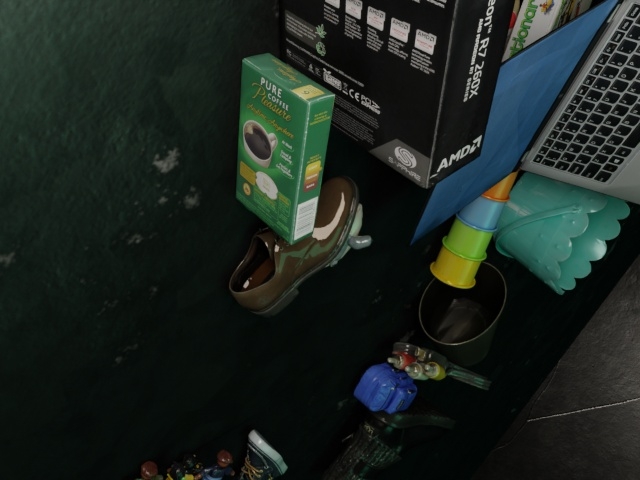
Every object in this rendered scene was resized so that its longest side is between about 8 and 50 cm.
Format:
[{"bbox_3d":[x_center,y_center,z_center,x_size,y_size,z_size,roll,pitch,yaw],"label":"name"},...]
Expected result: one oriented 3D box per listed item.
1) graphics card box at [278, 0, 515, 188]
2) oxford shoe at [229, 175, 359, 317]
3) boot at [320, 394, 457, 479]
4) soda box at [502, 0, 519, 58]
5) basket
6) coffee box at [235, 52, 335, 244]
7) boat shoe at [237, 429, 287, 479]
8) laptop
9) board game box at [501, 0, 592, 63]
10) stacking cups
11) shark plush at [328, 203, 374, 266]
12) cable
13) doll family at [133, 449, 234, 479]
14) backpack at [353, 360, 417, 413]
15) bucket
[{"bbox_3d":[0.062,-0.254,0.590,0.094,0.233,0.371,-32,143,-29],"label":"graphics card box"},{"bbox_3d":[-0.034,0.001,0.874,0.227,0.083,0.096,-52,144,-1],"label":"oxford shoe"},{"bbox_3d":[0.163,0.496,1.579,0.348,0.131,0.260,20,99,-46],"label":"boot"},{"bbox_3d":[0.244,-0.292,0.949,0.061,0.058,0.181,-44,147,-13],"label":"soda box"},{"bbox_3d":[0.306,0.178,1.431,0.204,0.154,0.227,-46,152,-16],"label":"basket"},{"bbox_3d":[-0.044,-0.098,0.729,0.040,0.113,0.184,-25,138,-34],"label":"coffee box"},{"bbox_3d":[-0.115,0.412,1.205,0.083,0.065,0.183,-42,148,-17],"label":"boat shoe"},{"bbox_3d":[0.376,-0.117,0.902,0.382,0.407,0.236,103,5,-60],"label":"laptop"},{"bbox_3d":[0.343,-0.337,0.955,0.193,0.053,0.305,-2,113,-62],"label":"board game box"},{"bbox_3d":[0.299,-0.067,1.240,0.096,0.096,0.316,-12,126,-46],"label":"stacking cups"},{"bbox_3d":[0.000,0.000,0.973,0.161,0.073,0.067,-36,131,13],"label":"shark plush"},{"bbox_3d":[0.252,0.286,1.429,0.287,0.139,0.072,32,73,-42],"label":"cable"},{"bbox_3d":[-0.217,0.380,1.042,0.193,0.076,0.111,1,118,-58],"label":"doll family"},{"bbox_3d":[0.139,0.311,1.396,0.120,0.101,0.098,10,109,-49],"label":"backpack"},{"bbox_3d":[0.524,-0.040,1.448,0.281,0.183,0.281,-32,143,-28],"label":"bucket"}]
